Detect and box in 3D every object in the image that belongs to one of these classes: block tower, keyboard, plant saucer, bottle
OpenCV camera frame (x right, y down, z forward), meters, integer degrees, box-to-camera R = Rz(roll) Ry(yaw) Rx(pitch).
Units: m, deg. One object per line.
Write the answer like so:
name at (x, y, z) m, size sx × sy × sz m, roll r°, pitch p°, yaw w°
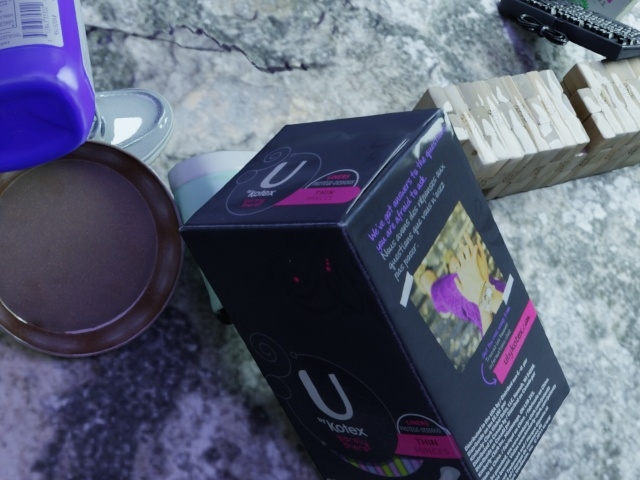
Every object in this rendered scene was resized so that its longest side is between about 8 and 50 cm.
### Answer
block tower at (0.241, -0.116, 1.149) m, size 0.335 × 0.097 × 0.091 m, roll -14°, pitch 69°, yaw -28°
keyboard at (0.265, -0.230, 1.207) m, size 0.108 × 0.023 × 0.180 m, roll -15°, pitch 34°, yaw -30°
plant saucer at (-0.190, 0.005, 0.886) m, size 0.168 × 0.029 × 0.168 m, roll -1°, pitch 92°, yaw -26°
bottle at (-0.246, -0.177, 0.890) m, size 0.118 × 0.092 × 0.283 m, roll -16°, pitch 49°, yaw -3°

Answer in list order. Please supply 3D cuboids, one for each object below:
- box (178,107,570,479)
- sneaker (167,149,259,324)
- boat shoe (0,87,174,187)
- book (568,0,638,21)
box at (0.047, 0.056, 0.848) m, size 0.143 × 0.165 × 0.270 m, roll -48°, pitch 121°, yaw -36°
sneaker at (-0.001, 0.000, 0.980) m, size 0.256 × 0.094 × 0.151 m, roll -7°, pitch 76°, yaw -33°
boat shoe at (-0.210, -0.079, 0.926) m, size 0.227 × 0.081 × 0.079 m, roll -27°, pitch 77°, yaw -32°
book at (0.324, -0.306, 1.260) m, size 0.035 × 0.144 × 0.096 m, roll -28°, pitch 76°, yaw -33°
